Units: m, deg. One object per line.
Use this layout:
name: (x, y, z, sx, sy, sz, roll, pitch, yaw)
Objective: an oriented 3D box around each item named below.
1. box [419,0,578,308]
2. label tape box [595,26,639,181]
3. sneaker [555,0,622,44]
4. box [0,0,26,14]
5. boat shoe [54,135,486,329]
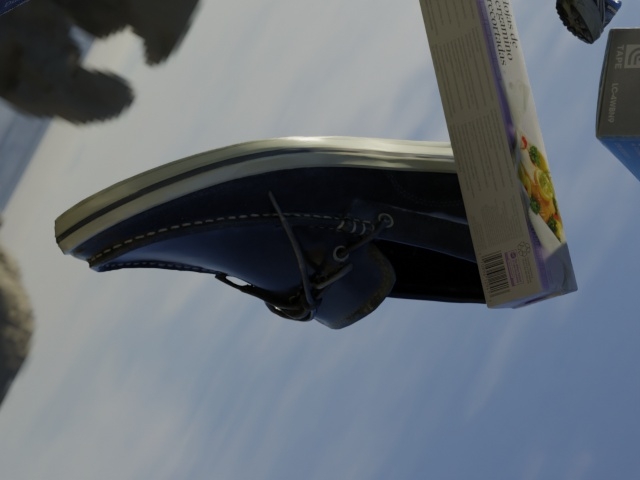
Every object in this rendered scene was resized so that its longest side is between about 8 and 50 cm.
box: (0.157, -0.100, 1.496, 0.067, 0.063, 0.324, -21, -104, 37)
label tape box: (0.449, -0.101, 1.481, 0.249, 0.347, 0.115, 29, 65, -61)
sneaker: (0.222, -0.240, 1.442, 0.058, 0.135, 0.052, -40, -145, -13)
box: (-0.109, -0.266, 0.986, 0.261, 0.103, 0.184, -33, 168, -20)
boat shoe: (0.000, 0.000, 1.530, 0.187, 0.500, 0.156, -27, -112, 55)
